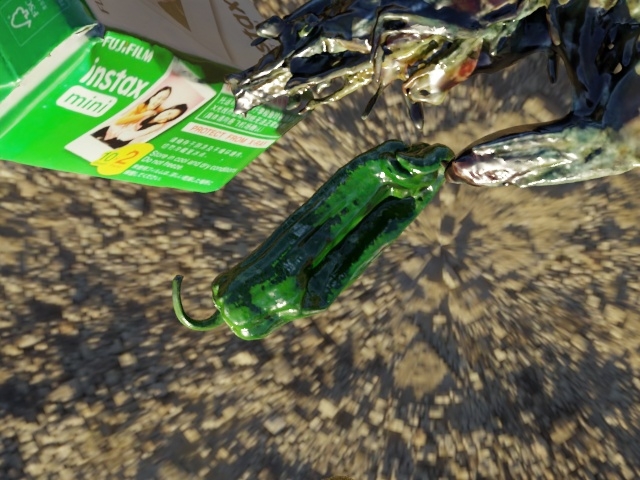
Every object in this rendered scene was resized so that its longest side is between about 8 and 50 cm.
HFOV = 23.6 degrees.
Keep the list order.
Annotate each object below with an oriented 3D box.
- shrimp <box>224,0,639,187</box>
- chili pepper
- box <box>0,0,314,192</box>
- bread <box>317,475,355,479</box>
[{"bbox_3d":[0.048,-0.053,0.431,0.161,0.034,0.091,-19,76,16],"label":"shrimp"},{"bbox_3d":[0.001,0.001,1.252,0.257,0.100,0.074,-41,55,1],"label":"chili pepper"},{"bbox_3d":[-0.128,-0.128,0.882,0.103,0.250,0.180,-41,69,21],"label":"box"},{"bbox_3d":[0.011,0.284,0.846,0.132,0.167,0.294,-8,69,-30],"label":"bread"}]
